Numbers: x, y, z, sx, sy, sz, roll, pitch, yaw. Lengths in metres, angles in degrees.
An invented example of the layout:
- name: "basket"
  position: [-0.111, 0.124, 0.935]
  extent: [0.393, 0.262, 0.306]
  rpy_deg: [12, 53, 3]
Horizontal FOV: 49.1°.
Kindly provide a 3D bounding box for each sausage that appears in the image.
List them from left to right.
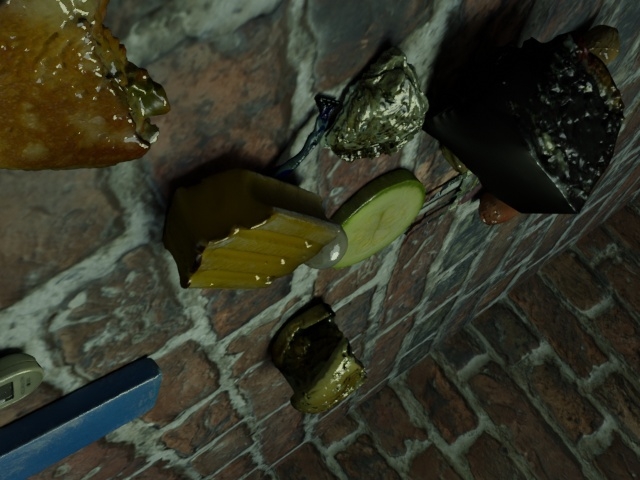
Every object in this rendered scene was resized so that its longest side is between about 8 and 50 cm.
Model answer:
- name: "sausage"
  position: [0.516, -0.147, 1.639]
  extent: [0.418, 0.094, 0.094]
  rpy_deg: [-28, 139, -28]

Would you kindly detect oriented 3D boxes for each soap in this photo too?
- name: "soap"
  position: [-0.095, -0.007, 0.863]
  extent: [0.160, 0.080, 0.257]
  rpy_deg: [-36, 162, 16]

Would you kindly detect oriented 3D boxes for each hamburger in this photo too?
- name: "hamburger"
  position: [-0.007, 0.263, 1.488]
  extent: [0.192, 0.168, 0.288]
  rpy_deg: [-38, 161, -7]

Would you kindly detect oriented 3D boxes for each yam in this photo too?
- name: "yam"
  position: [0.353, -0.238, 1.180]
  extent: [0.356, 0.081, 0.081]
  rpy_deg: [-36, 160, -4]

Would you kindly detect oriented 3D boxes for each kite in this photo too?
- name: "kite"
  position: [0.298, -0.109, 1.443]
  extent: [0.360, 0.022, 0.204]
  rpy_deg: [-32, 160, -29]

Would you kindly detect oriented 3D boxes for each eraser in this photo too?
- name: "eraser"
  position: [-0.387, 0.284, 1.055]
  extent: [0.311, 0.043, 0.144]
  rpy_deg: [-25, 155, -34]

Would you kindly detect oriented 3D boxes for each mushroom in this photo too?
- name: "mushroom"
  position: [0.000, 0.000, 1.102]
  extent: [0.085, 0.085, 0.079]
  rpy_deg: [-45, -158, 16]

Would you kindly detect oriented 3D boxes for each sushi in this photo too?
- name: "sushi"
  position: [0.308, -0.178, 0.991]
  extent: [0.212, 0.227, 0.215]
  rpy_deg: [-54, -168, -5]

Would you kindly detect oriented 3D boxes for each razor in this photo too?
- name: "razor"
  position: [-0.030, -0.109, 0.857]
  extent: [0.155, 0.028, 0.044]
  rpy_deg: [-48, 158, 23]

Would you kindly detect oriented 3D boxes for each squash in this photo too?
- name: "squash"
  position: [0.090, -0.033, 1.211]
  extent: [0.219, 0.041, 0.219]
  rpy_deg: [-34, 159, -15]

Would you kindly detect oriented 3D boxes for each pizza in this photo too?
- name: "pizza"
  position: [-0.197, -0.122, 0.494]
  extent: [0.147, 0.069, 0.226]
  rpy_deg: [-16, 155, -1]

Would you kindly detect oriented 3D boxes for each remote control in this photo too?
- name: "remote control"
  position: [-0.424, 0.189, 0.790]
  extent: [0.221, 0.042, 0.078]
  rpy_deg: [-26, 155, -35]

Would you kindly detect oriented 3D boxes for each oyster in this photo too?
- name: "oyster"
  position: [0.072, -0.161, 0.886]
  extent: [0.124, 0.064, 0.177]
  rpy_deg: [8, 142, -45]
